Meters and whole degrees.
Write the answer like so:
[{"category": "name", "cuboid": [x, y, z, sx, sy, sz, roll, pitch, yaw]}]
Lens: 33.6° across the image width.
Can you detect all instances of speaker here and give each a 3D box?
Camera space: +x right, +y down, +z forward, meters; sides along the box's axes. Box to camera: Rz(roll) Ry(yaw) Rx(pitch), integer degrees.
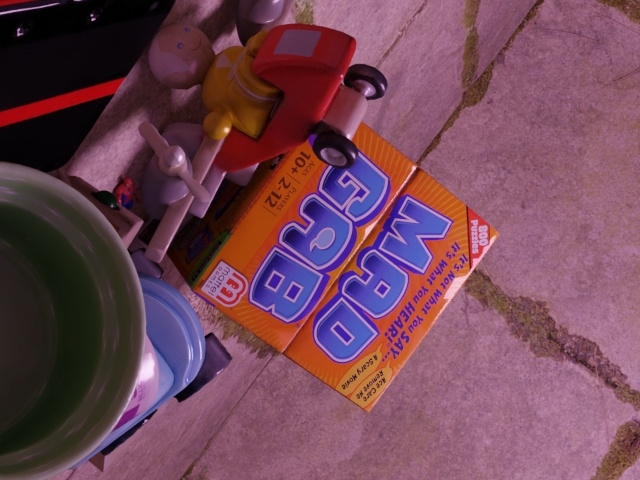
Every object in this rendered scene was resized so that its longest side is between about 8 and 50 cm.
[{"category": "speaker", "cuboid": [-0.261, -0.020, 1.744, 0.136, 0.055, 0.055, -50, 167, -15]}]

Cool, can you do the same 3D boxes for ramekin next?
[{"category": "ramekin", "cuboid": [-0.336, 0.086, 1.020, 0.148, 0.303, 0.303, -14, -156, 49]}]

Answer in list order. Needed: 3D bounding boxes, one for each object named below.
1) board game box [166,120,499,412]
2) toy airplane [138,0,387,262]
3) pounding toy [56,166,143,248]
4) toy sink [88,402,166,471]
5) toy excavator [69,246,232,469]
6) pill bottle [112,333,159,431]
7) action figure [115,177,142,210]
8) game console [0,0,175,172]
[{"category": "board game box", "cuboid": [0.000, 0.000, 1.772, 0.357, 0.356, 0.356, -54, -162, -1]}, {"category": "toy airplane", "cuboid": [-0.128, -0.190, 1.448, 0.384, 0.272, 0.386, -47, -154, 14]}, {"category": "pounding toy", "cuboid": [-0.319, -0.025, 1.402, 0.141, 0.130, 0.100, -56, 179, 9]}, {"category": "toy sink", "cuboid": [-0.364, 0.269, 1.904, 0.234, 0.152, 0.131, -46, 165, -35]}, {"category": "toy excavator", "cuboid": [-0.366, 0.228, 1.424, 0.433, 0.222, 0.445, -37, -177, 7]}, {"category": "pill bottle", "cuboid": [-0.344, 0.188, 1.206, 0.301, 0.169, 0.169, -29, 153, -44]}, {"category": "action figure", "cuboid": [-0.293, -0.058, 1.600, 0.038, 0.030, 0.115, -40, 160, -31]}, {"category": "game console", "cuboid": [-0.331, -0.147, 1.055, 0.342, 0.060, 0.386, -45, 171, 36]}]
